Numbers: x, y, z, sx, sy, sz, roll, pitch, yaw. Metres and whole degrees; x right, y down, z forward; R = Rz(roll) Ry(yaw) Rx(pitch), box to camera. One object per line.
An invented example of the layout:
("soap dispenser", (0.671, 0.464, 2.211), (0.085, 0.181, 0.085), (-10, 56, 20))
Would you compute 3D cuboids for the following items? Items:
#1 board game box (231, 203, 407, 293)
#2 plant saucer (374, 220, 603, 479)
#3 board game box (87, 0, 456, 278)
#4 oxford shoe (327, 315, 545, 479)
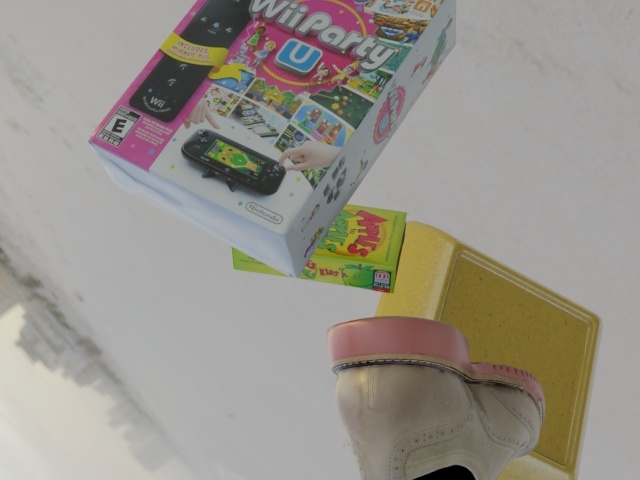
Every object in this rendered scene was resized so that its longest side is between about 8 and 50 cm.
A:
("board game box", (0.000, 0.000, 1.056), (0.181, 0.092, 0.043), (8, 133, 8))
("plant saucer", (0.226, 0.159, 1.214), (0.332, 0.333, 0.081), (27, 148, -11))
("board game box", (-0.038, -0.147, 0.902), (0.224, 0.303, 0.097), (26, 159, 20))
("oxford shoe", (0.101, 0.161, 0.772), (0.123, 0.130, 0.348), (-11, 157, 29))
